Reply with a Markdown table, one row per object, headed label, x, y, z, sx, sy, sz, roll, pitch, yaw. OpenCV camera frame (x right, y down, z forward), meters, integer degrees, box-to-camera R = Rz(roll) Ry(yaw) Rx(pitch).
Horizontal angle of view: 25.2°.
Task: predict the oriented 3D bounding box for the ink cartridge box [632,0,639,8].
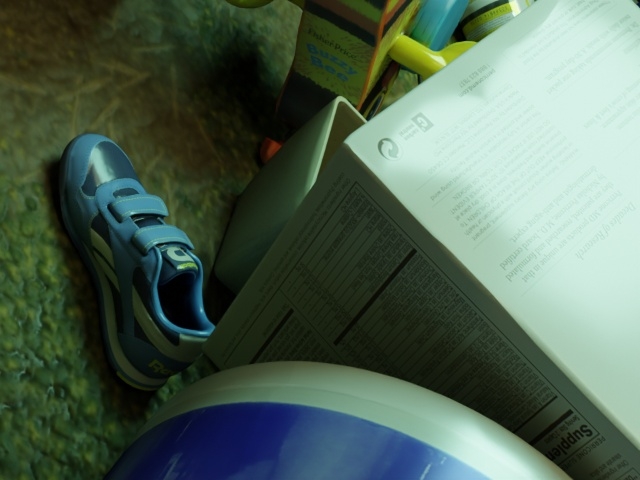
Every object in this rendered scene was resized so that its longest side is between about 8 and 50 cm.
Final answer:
| label | x | y | z | sx | sy | sz | roll | pitch | yaw |
| --- | --- | --- | --- | --- | --- | --- | --- | --- | --- |
| ink cartridge box | 0.283 | -0.240 | 1.367 | 0.207 | 0.097 | 0.046 | 38 | 43 | -32 |

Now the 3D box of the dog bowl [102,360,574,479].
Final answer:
| label | x | y | z | sx | sy | sz | roll | pitch | yaw |
| --- | --- | --- | --- | --- | --- | --- | --- | --- | --- |
| dog bowl | 0.008 | 0.187 | 0.607 | 0.265 | 0.265 | 0.104 | 54 | 41 | -14 |

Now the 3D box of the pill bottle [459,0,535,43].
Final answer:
| label | x | y | z | sx | sy | sz | roll | pitch | yaw |
| --- | --- | --- | --- | --- | --- | --- | --- | --- | --- |
| pill bottle | 0.164 | -0.147 | 1.185 | 0.065 | 0.065 | 0.116 | -12 | 79 | -54 |

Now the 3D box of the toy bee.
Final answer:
| label | x | y | z | sx | sy | sz | roll | pitch | yaw |
| --- | --- | --- | --- | --- | --- | --- | --- | --- | --- |
| toy bee | 0.029 | -0.113 | 0.901 | 0.162 | 0.195 | 0.298 | -58 | 151 | -15 |

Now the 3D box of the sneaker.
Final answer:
| label | x | y | z | sx | sy | sz | roll | pitch | yaw |
| --- | --- | --- | --- | --- | --- | --- | --- | --- | --- |
| sneaker | -0.095 | 0.005 | 0.767 | 0.053 | 0.059 | 0.144 | -11 | 77 | -52 |

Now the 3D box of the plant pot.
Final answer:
| label | x | y | z | sx | sy | sz | roll | pitch | yaw |
| --- | --- | --- | --- | --- | --- | --- | --- | --- | --- |
| plant pot | 0.000 | 0.000 | 0.859 | 0.109 | 0.096 | 0.109 | 44 | 40 | -27 |

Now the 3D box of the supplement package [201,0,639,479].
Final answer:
| label | x | y | z | sx | sy | sz | roll | pitch | yaw |
| --- | --- | --- | --- | --- | --- | --- | --- | --- | --- |
| supplement package | 0.123 | 0.054 | 0.681 | 0.263 | 0.198 | 0.199 | 46 | 53 | 8 |
